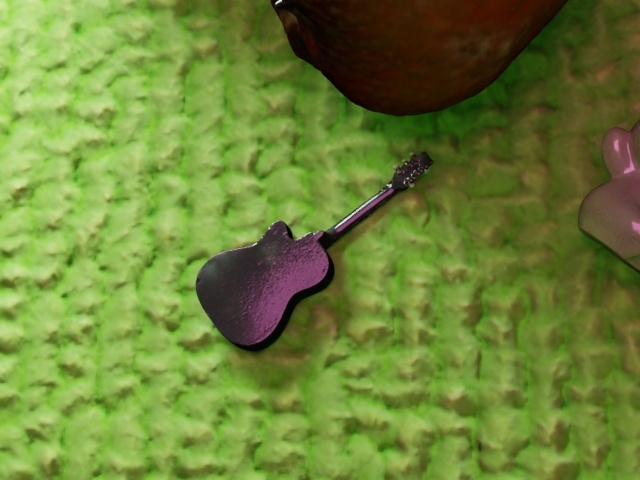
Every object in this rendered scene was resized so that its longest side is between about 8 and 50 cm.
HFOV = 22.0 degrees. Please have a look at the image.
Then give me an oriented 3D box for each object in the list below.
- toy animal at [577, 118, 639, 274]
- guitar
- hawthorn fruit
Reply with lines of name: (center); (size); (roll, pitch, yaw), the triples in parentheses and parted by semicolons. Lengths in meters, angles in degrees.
toy animal: (0.290, -0.072, 1.301); (0.124, 0.124, 0.212); (32, 87, 19)
guitar: (0.000, 0.000, 1.394); (0.233, 0.025, 0.088); (-38, 69, 1)
hawthorn fruit: (0.114, -0.272, 1.334); (0.369, 0.285, 0.285); (-29, 69, -18)
